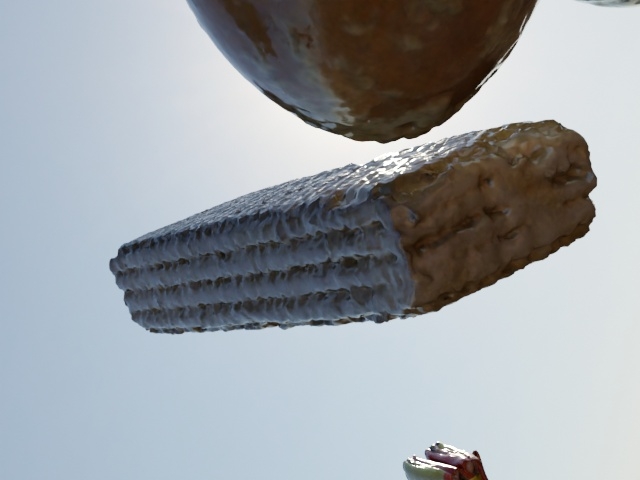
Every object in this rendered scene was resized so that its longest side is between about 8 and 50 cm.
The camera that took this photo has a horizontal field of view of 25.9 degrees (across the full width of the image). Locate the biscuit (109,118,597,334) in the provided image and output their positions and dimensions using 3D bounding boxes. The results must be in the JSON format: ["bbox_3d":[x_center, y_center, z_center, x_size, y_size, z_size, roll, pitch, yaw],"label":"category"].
[{"bbox_3d":[0.000,0.000,0.888,0.144,0.426,0.079,-24,-83,-26],"label":"biscuit"}]

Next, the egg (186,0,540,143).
[{"bbox_3d":[0.017,-0.165,0.651,0.203,0.203,0.245,-45,-45,-54],"label":"egg"}]

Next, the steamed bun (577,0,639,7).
[{"bbox_3d":[0.174,-0.287,0.997,0.219,0.309,0.324,-53,-20,-17],"label":"steamed bun"}]

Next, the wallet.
[{"bbox_3d":[0.189,0.318,1.445,0.067,0.241,0.141,-34,4,-14],"label":"wallet"}]
